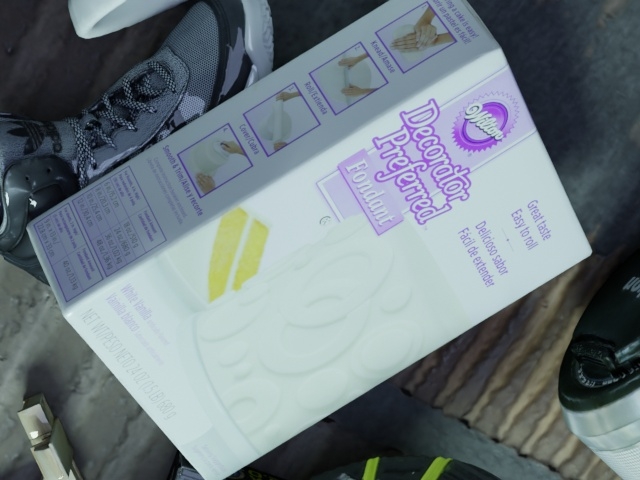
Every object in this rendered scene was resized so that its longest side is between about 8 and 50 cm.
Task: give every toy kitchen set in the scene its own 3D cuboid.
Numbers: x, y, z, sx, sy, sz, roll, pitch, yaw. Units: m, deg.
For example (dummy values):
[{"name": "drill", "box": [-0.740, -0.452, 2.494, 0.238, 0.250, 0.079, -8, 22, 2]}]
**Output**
[{"name": "toy kitchen set", "box": [-0.222, 0.171, 1.344, 0.075, 0.068, 0.083, -23, 101, -1]}]

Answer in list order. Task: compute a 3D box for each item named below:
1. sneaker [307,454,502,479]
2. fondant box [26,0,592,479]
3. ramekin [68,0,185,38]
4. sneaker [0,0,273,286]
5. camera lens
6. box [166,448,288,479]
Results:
[{"name": "sneaker", "box": [-0.017, 0.288, 1.308, 0.384, 0.145, 0.147, -29, 123, 3]}, {"name": "fondant box", "box": [0.000, 0.000, 1.262, 0.330, 0.096, 0.238, -32, 138, 0]}, {"name": "ramekin", "box": [-0.064, -0.253, 1.182, 0.277, 0.277, 0.135, -27, 95, 0]}, {"name": "sneaker", "box": [-0.147, -0.074, 1.247, 0.153, 0.101, 0.269, 17, 115, -40]}, {"name": "camera lens", "box": [0.325, 0.123, 1.309, 0.274, 0.219, 0.219, 43, 94, -11]}, {"name": "box", "box": [-0.052, 0.317, 1.392, 0.216, 0.060, 0.270, 20, 98, -9]}]
